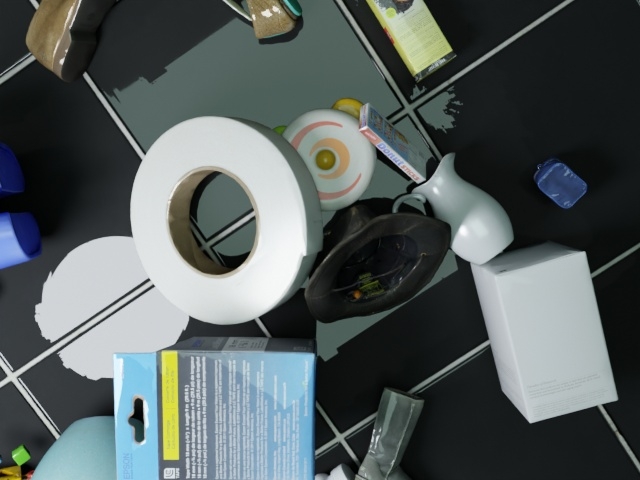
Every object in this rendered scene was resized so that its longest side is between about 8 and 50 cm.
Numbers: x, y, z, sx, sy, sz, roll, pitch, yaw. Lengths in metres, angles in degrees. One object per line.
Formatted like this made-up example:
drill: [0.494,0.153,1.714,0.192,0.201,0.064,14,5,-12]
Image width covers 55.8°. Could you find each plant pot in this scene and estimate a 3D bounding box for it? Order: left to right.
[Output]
plant pot: [-0.426,0.457,1.185,0.290,0.290,0.195,-5,61,0]

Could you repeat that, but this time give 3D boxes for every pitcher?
pitcher: [0.260,-0.041,1.194,0.178,0.125,0.207,-41,85,21]

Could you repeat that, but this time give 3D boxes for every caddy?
caddy: [-0.632,-0.050,1.082,0.179,0.341,0.241,-14,96,-16]

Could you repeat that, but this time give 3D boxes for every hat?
hat: [0.092,0.018,1.155,0.331,0.331,0.134,-26,58,3]

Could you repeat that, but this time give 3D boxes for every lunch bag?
lunch bag: [0.473,-0.119,1.205,0.098,0.065,0.067,40,110,-6]

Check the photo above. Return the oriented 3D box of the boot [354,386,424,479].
boot: [0.171,0.427,1.267,0.190,0.076,0.208,29,74,-33]

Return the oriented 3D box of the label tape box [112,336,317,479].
label tape box: [-0.174,0.293,1.049,0.334,0.106,0.240,1,97,0]

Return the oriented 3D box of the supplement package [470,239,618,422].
supplement package: [0.430,0.168,1.181,0.175,0.177,0.292,-16,97,1]

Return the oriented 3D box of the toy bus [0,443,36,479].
toy bus: [-0.644,0.520,1.252,0.191,0.104,0.202,-49,115,-15]

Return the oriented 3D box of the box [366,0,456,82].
box: [0.163,-0.429,1.169,0.087,0.058,0.232,-34,96,3]

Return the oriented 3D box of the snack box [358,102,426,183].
snack box: [0.138,-0.180,1.131,0.022,0.064,0.178,-25,134,37]

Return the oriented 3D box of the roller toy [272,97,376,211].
roller toy: [0.011,-0.154,1.156,0.209,0.146,0.191,-22,97,2]

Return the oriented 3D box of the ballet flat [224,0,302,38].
ballet flat: [-0.169,-0.534,1.142,0.124,0.116,0.342,-29,100,22]

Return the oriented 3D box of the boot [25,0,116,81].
boot: [-0.458,-0.461,1.131,0.115,0.112,0.305,35,105,7]

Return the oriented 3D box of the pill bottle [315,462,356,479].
pill bottle: [-0.001,0.552,1.259,0.180,0.108,0.108,-39,95,3]

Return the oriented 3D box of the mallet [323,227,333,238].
mallet: [0.000,0.000,1.232,0.190,0.039,0.062,-8,95,-3]

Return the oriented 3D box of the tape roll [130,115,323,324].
tape roll: [-0.183,-0.036,1.128,0.392,0.072,0.391,4,100,25]
